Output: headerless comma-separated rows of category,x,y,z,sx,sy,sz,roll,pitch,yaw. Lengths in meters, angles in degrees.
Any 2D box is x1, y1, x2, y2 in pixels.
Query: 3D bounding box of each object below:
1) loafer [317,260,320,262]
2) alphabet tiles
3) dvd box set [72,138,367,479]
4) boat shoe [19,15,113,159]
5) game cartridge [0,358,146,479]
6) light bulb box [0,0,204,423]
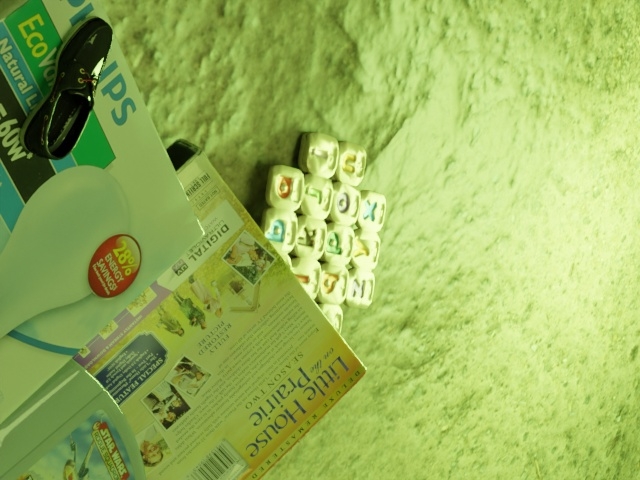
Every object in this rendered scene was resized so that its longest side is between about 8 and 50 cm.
loafer,-0.024,0.091,1.864,0.050,0.056,0.148,16,87,-53
alphabet tiles,0.000,0.000,1.810,0.278,0.021,0.284,11,87,-55
dvd box set,-0.156,0.127,1.597,0.307,0.062,0.420,-44,126,-10
boat shoe,-0.210,-0.130,1.140,0.049,0.042,0.133,34,80,-51
game cartridge,-0.292,0.266,1.460,0.198,0.062,0.297,-38,136,-25
light bulb box,-0.349,-0.049,1.237,0.361,0.225,0.358,-45,138,-24
